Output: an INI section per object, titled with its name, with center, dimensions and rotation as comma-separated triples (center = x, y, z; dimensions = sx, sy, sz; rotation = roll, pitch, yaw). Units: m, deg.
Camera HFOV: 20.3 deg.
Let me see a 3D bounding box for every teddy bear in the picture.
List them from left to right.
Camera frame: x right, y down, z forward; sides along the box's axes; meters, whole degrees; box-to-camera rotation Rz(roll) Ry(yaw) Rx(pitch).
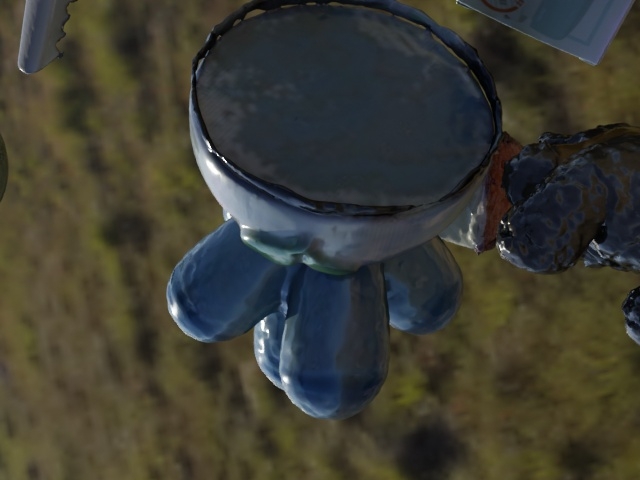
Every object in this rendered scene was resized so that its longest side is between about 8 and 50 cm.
[teddy bear]
center = 0.211, -0.024, 1.235
dimensions = 0.140, 0.177, 0.190
rotation = -58, 10, 13

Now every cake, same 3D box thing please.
[cake]
center = 0.181, -0.082, 1.810
dimensions = 0.086, 0.220, 0.116
rotation = 16, 120, 25

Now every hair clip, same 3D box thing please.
[hair clip]
center = -0.156, -0.214, 1.203
dimensions = 0.034, 0.072, 0.226
rotation = 39, 100, 30

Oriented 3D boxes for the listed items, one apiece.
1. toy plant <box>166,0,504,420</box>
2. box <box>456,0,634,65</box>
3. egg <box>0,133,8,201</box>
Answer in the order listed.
[toy plant]
center = 0.000, 0.000, 1.397
dimensions = 0.332, 0.247, 0.247
rotation = 102, 151, -47
[box]
center = 0.210, -0.272, 1.352
dimensions = 0.079, 0.135, 0.269
rotation = -65, 0, -46
[egg]
center = -0.421, -0.085, 1.870
dimensions = 0.236, 0.169, 0.169
rotation = 34, 133, 43
